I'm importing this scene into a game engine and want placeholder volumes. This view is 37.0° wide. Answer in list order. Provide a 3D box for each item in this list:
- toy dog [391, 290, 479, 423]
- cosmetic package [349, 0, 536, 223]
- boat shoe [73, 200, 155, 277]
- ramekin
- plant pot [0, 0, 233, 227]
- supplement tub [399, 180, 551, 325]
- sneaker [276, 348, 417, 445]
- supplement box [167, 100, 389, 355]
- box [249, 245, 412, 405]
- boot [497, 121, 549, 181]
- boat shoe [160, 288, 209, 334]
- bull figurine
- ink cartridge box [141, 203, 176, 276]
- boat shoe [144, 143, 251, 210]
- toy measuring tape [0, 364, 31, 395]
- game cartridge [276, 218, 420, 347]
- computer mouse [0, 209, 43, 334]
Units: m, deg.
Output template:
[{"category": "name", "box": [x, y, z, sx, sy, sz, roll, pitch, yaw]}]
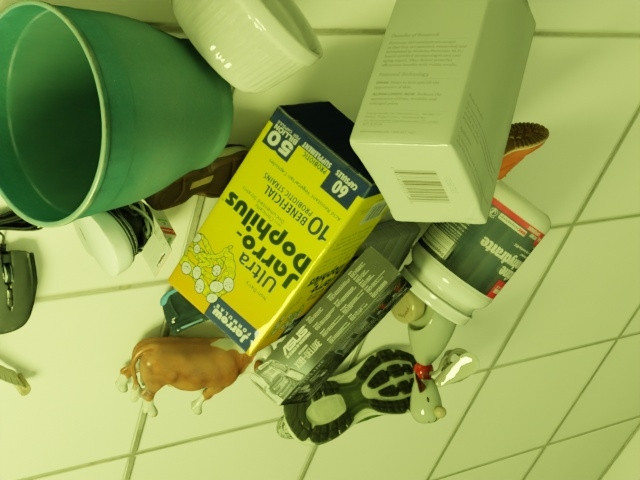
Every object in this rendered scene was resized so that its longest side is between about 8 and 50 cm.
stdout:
[{"category": "toy dog", "box": [0.262, 0.237, 2.058, 0.220, 0.161, 0.333, -33, 116, -25]}, {"category": "cosmetic package", "box": [0.193, -0.241, 1.410, 0.217, 0.156, 0.385, 55, 46, -51]}, {"category": "boat shoe", "box": [-0.287, -0.021, 1.363, 0.102, 0.301, 0.108, -25, 100, -16]}, {"category": "ramekin", "box": [-0.103, -0.292, 1.263, 0.109, 0.207, 0.207, -36, 144, 16]}, {"category": "plant pot", "box": [-0.263, -0.168, 1.238, 0.255, 0.272, 0.271, -14, 140, -49]}, {"category": "supplement tub", "box": [0.302, 0.012, 1.881, 0.272, 0.191, 0.191, -53, 140, 10]}, {"category": "sneaker", "box": [0.065, 0.359, 2.181, 0.410, 0.158, 0.182, -12, 168, -31]}, {"category": "supplement box", "box": [-0.049, -0.023, 1.541, 0.356, 0.194, 0.195, -55, 166, 23]}, {"category": "box", "box": [0.027, 0.159, 1.705, 0.307, 0.076, 0.242, -48, 167, 2]}, {"category": "boot", "box": [0.324, -0.149, 1.661, 0.158, 0.059, 0.084, -24, 142, -9]}, {"category": "boat shoe", "box": [-0.161, 0.119, 1.730, 0.258, 0.089, 0.109, -9, 168, -19]}, {"category": "bull figurine", "box": [-0.231, 0.247, 1.812, 0.310, 0.101, 0.188, 11, 127, -35]}, {"category": "ink cartridge box", "box": [-0.259, 0.001, 1.519, 0.029, 0.115, 0.063, 10, 124, -43]}, {"category": "boat shoe", "box": [-0.193, -0.121, 1.464, 0.095, 0.095, 0.257, -56, 161, 26]}, {"category": "toy measuring tape", "box": [-0.599, 0.228, 1.516, 0.121, 0.121, 0.330, -39, 152, 4]}, {"category": "game cartridge", "box": [0.046, 0.113, 1.881, 0.230, 0.068, 0.355, -21, 145, -52]}, {"category": "computer mouse", "box": [-0.511, 0.067, 1.442, 0.184, 0.060, 0.262, -6, 133, -34]}]
